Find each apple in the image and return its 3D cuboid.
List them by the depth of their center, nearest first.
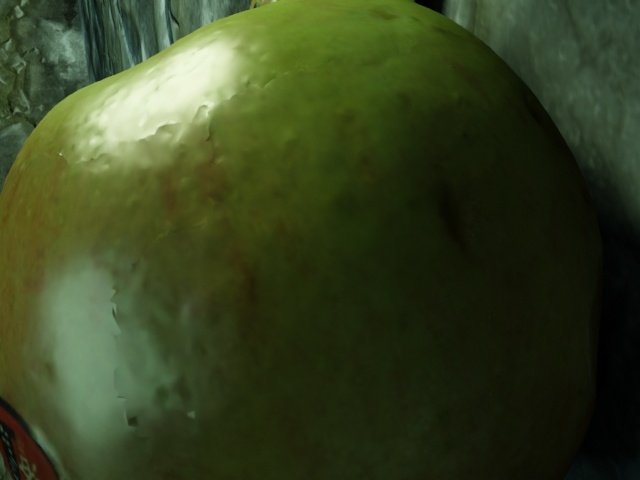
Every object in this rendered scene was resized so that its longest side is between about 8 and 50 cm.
[{"bbox_3d":[-0.022,0.028,0.473,0.338,0.338,0.305,-179,74,-69],"label":"apple"}]

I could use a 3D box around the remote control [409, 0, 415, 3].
[{"bbox_3d":[0.020,-0.142,0.636,0.103,0.034,0.250,63,170,15],"label":"remote control"}]

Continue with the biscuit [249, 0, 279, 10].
[{"bbox_3d":[-0.082,-0.104,0.815,0.183,0.047,0.320,40,113,51],"label":"biscuit"}]
